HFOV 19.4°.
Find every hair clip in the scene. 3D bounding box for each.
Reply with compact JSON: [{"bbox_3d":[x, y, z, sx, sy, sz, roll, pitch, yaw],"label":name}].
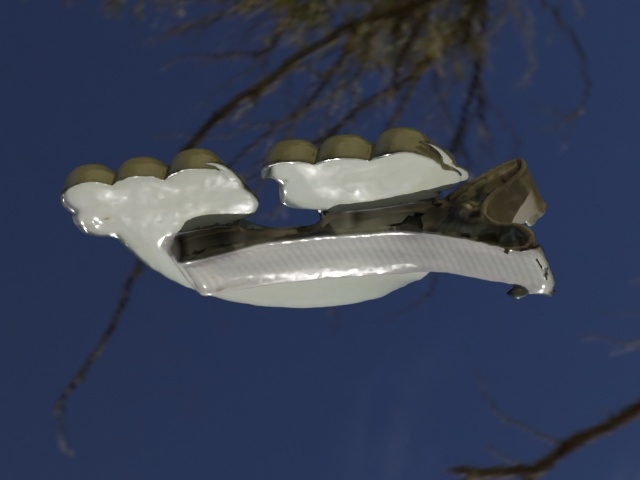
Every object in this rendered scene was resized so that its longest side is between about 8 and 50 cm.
[{"bbox_3d":[0.000,0.000,0.889,0.140,0.220,0.054,55,-145,-58],"label":"hair clip"}]
